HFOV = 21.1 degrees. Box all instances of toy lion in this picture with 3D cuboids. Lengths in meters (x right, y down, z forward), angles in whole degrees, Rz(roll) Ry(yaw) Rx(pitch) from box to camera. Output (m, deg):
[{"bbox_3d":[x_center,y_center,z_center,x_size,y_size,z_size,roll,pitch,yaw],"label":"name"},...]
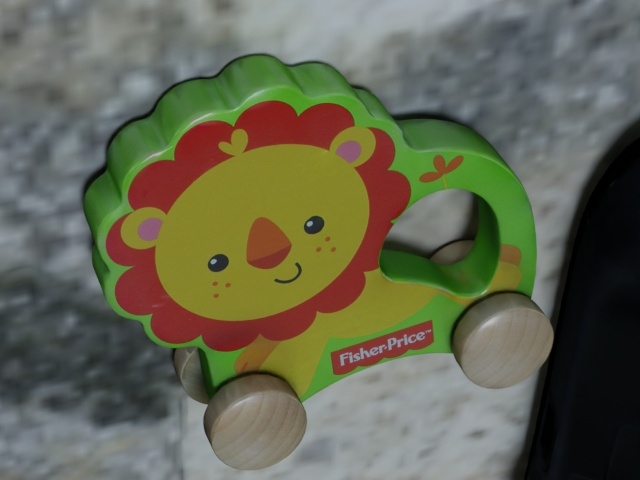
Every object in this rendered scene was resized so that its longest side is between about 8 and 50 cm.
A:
[{"bbox_3d":[0.000,0.000,0.383,0.100,0.034,0.096,-16,129,-12],"label":"toy lion"}]

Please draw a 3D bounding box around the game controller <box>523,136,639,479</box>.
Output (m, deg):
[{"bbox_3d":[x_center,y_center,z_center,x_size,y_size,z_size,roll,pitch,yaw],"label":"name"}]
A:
[{"bbox_3d":[0.137,0.098,0.486,0.166,0.067,0.319,17,134,14],"label":"game controller"}]
